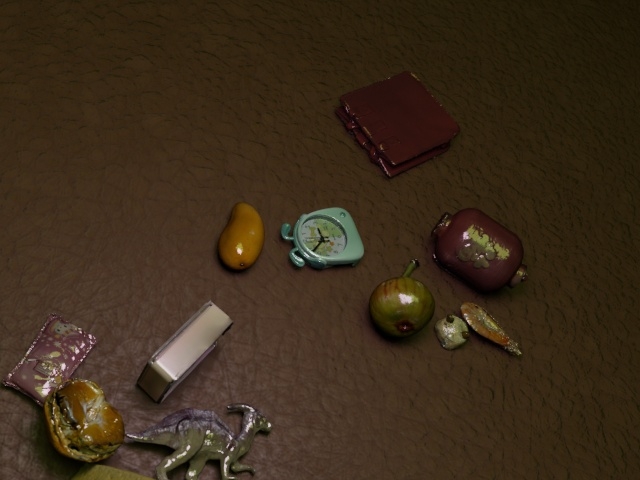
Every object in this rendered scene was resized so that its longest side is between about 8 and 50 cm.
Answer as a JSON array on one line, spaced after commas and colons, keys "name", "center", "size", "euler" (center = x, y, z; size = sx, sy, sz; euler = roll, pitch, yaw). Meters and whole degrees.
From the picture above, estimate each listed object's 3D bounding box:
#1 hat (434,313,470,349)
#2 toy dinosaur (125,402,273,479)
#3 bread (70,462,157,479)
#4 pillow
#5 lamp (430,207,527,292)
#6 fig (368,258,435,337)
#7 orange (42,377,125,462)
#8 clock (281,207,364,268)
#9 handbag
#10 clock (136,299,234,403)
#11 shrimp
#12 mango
[{"name": "hat", "center": [0.318, 0.214, 1.951], "size": [0.076, 0.059, 0.077], "euler": [-17, 72, -23]}, {"name": "toy dinosaur", "center": [-0.227, 0.407, 1.620], "size": [0.294, 0.077, 0.162], "euler": [6, 53, -34]}, {"name": "bread", "center": [-0.348, 0.479, 1.353], "size": [0.245, 0.361, 0.233], "euler": [38, 55, 2]}, {"name": "pillow", "center": [-0.533, 0.240, 1.627], "size": [0.118, 0.043, 0.185], "euler": [28, 51, 2]}, {"name": "lamp", "center": [0.392, 0.031, 2.030], "size": [0.258, 0.180, 0.180], "euler": [36, 54, 1]}, {"name": "fig", "center": [0.185, 0.114, 1.930], "size": [0.151, 0.151, 0.259], "euler": [17, 33, -10]}, {"name": "orange", "center": [-0.453, 0.347, 1.544], "size": [0.160, 0.112, 0.169], "euler": [27, 40, -40]}, {"name": "clock", "center": [0.000, -0.001, 1.963], "size": [0.189, 0.060, 0.148], "euler": [-7, 63, -24]}, {"name": "handbag", "center": [0.211, -0.322, 2.229], "size": [0.276, 0.084, 0.260], "euler": [-29, 73, -32]}, {"name": "clock", "center": [-0.275, 0.227, 1.666], "size": [0.071, 0.147, 0.192], "euler": [42, 55, 2]}, {"name": "shrimp", "center": [0.409, 0.219, 1.987], "size": [0.184, 0.043, 0.091], "euler": [39, 32, 1]}, {"name": "mango", "center": [-0.180, -0.009, 1.890], "size": [0.102, 0.084, 0.184], "euler": [14, 46, -7]}]
